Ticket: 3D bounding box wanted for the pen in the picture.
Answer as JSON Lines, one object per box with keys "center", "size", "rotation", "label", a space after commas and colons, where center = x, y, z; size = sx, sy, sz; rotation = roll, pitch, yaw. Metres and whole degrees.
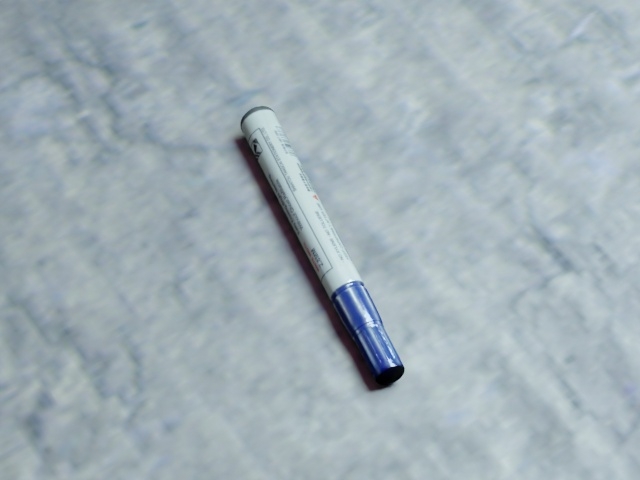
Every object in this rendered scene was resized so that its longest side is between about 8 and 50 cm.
{"center": [0.000, 0.000, 0.868], "size": [0.025, 0.025, 0.204], "rotation": [-18, 59, -17], "label": "pen"}
